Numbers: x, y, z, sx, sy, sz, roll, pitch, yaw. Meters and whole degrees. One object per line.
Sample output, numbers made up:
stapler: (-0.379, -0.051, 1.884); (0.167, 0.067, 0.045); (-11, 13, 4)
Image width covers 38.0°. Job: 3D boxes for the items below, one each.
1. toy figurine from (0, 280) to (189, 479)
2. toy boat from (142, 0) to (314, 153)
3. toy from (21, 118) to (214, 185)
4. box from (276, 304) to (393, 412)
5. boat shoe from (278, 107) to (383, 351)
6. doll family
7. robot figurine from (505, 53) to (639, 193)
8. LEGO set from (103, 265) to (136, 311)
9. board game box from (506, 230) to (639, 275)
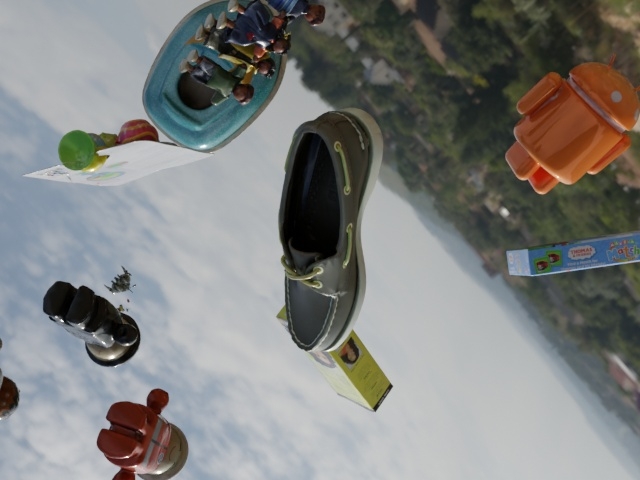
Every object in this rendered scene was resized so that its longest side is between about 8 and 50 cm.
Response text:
toy figurine: (-0.252, 0.167, 0.894); (0.213, 0.210, 0.148); (59, 175, 23)
toy boat: (-0.109, -0.228, 1.447); (0.318, 0.267, 0.148); (35, -171, -1)
toy: (-0.228, -0.106, 1.071); (0.237, 0.137, 0.056); (-20, -85, -77)
box: (0.025, 0.171, 1.412); (0.087, 0.058, 0.232); (19, 154, 42)
boat shoe: (-0.004, -0.001, 1.078); (0.109, 0.305, 0.091); (22, -155, 32)
doll family: (-0.074, -0.239, 1.088); (0.111, 0.193, 0.076); (28, -139, -28)
robot figurine: (0.374, -0.172, 1.367); (0.158, 0.219, 0.128); (47, -159, 9)
LEGO set: (-0.342, 0.087, 1.605); (0.023, 0.054, 0.083); (-153, 48, -68)
board game box: (0.358, 0.013, 1.192); (0.160, 0.212, 0.039); (43, -141, -87)
